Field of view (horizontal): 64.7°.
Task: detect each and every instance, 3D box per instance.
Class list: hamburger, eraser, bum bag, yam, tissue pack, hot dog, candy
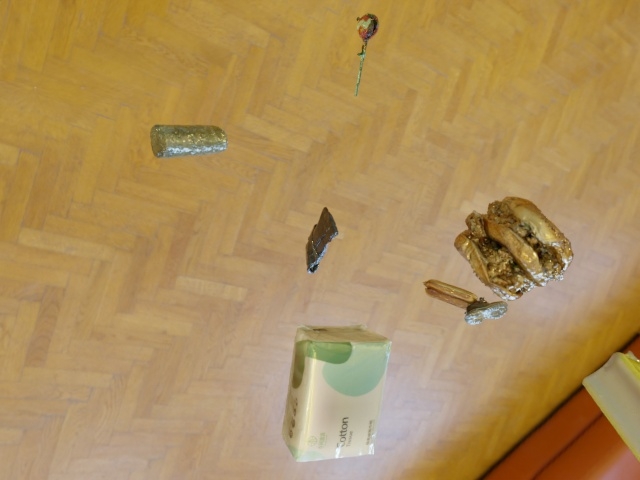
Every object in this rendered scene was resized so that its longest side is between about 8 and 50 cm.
[{"bbox_3d":[0.478,0.029,1.236,0.211,0.261,0.245,-43,115,14],"label":"hamburger"},{"bbox_3d":[0.421,0.241,0.571,0.157,0.226,0.069,22,118,-26],"label":"eraser"},{"bbox_3d":[0.000,0.000,1.676,0.059,0.123,0.248,8,141,-25],"label":"bum bag"},{"bbox_3d":[-0.304,-0.232,1.169,0.179,0.078,0.078,-17,114,-47],"label":"yam"},{"bbox_3d":[0.043,0.436,1.481,0.265,0.194,0.357,5,95,-23],"label":"tissue pack"},{"bbox_3d":[0.524,0.214,2.051,0.062,0.235,0.092,-49,152,-40],"label":"hot dog"},{"bbox_3d":[0.096,-0.421,1.157,0.055,0.049,0.185,-12,128,-30],"label":"candy"}]

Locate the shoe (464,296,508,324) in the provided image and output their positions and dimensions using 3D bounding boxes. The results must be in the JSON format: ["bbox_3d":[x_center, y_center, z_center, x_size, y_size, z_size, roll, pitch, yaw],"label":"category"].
[{"bbox_3d":[0.632,0.257,1.951,0.169,0.099,0.071,-23,120,19],"label":"shoe"}]
